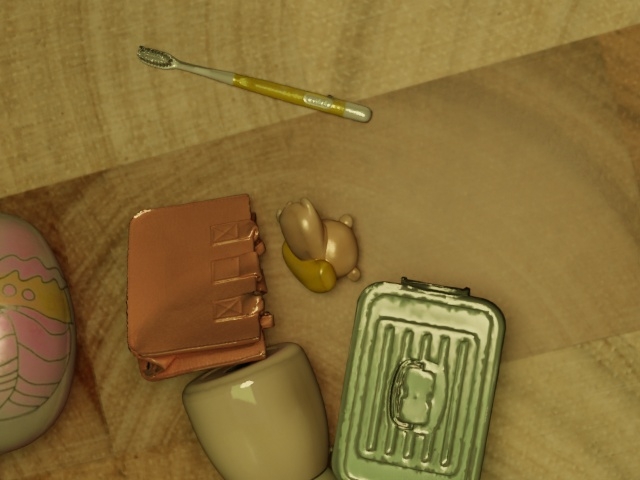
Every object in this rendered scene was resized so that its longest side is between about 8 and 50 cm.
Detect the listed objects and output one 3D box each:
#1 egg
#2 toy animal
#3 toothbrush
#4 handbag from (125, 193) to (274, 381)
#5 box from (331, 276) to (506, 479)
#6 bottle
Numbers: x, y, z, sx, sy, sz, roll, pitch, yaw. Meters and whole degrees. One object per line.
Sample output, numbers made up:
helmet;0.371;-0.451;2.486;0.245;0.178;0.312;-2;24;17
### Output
egg;-0.368;0.105;1.528;0.196;0.196;0.271;13;89;9
toy animal;0.000;0.000;1.537;0.082;0.091;0.114;-24;99;-20
toothbrush;-0.079;-0.182;1.571;0.288;0.024;0.021;16;90;8
handbag;-0.135;0.050;1.505;0.157;0.059;0.212;-11;49;4
box;0.112;0.164;1.483;0.163;0.135;0.243;8;91;10
bottle;-0.048;0.245;1.506;0.147;0.147;0.236;-21;94;8
